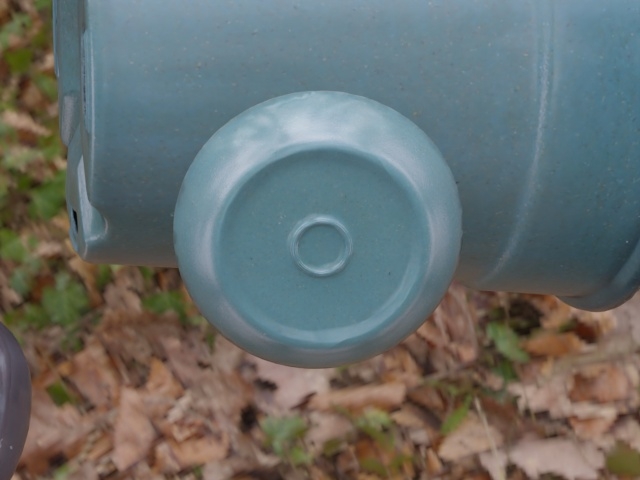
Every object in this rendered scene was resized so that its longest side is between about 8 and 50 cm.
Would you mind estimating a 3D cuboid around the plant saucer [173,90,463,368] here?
[{"bbox_3d":[0.000,0.000,0.650,0.119,0.119,0.021,-18,18,2],"label":"plant saucer"}]

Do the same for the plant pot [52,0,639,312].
[{"bbox_3d":[0.009,-0.119,1.003,0.334,0.341,0.341,-2,49,-13],"label":"plant pot"}]

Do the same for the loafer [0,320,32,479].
[{"bbox_3d":[-0.296,0.036,0.606,0.366,0.130,0.134,-1,66,11],"label":"loafer"}]
